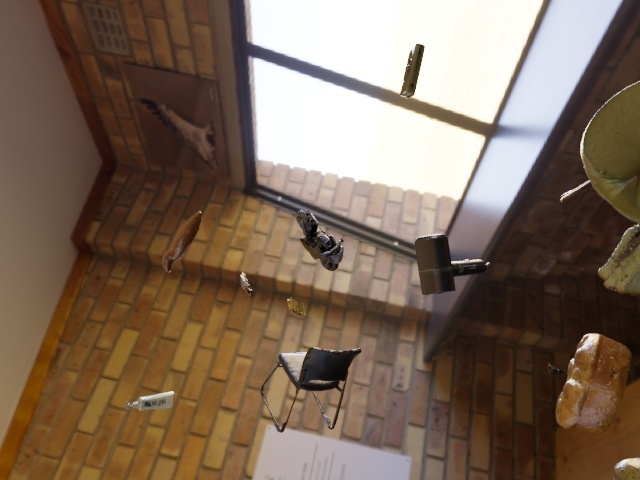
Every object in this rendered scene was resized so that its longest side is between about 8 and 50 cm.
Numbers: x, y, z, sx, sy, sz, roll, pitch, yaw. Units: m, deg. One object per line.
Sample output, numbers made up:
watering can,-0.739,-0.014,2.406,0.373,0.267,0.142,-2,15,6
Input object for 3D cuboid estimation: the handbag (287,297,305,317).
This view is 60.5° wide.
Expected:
handbag,-0.098,0.267,2.184,0.083,0.027,0.061,34,-147,-45

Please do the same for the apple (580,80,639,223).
apple,0.892,-0.231,1.419,0.320,0.360,0.312,49,180,-35

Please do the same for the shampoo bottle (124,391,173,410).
shampoo bottle,-0.499,0.474,1.597,0.034,0.141,0.049,45,125,46

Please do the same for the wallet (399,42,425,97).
wallet,0.297,-0.541,1.763,0.110,0.039,0.155,-127,49,-81

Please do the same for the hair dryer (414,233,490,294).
hair dryer,0.298,0.050,1.194,0.071,0.219,0.124,-15,78,53

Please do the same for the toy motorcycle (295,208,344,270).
toy motorcycle,0.000,0.000,2.082,0.106,0.270,0.159,-36,11,-24

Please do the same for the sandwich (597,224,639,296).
sandwich,1.070,0.031,1.734,0.325,0.262,0.131,-66,31,27

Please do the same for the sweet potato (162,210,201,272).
sweet potato,-0.399,0.002,1.575,0.202,0.055,0.058,-54,-22,11

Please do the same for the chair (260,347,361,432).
chair,-0.020,0.287,1.193,0.145,0.140,0.221,51,128,51

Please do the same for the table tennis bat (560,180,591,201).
table tennis bat,0.957,-0.184,2.070,0.130,0.019,0.220,-34,-7,4

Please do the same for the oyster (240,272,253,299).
oyster,-0.314,0.186,2.313,0.086,0.029,0.132,114,138,-66

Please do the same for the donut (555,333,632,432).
donut,0.808,0.428,1.633,0.317,0.150,0.299,11,-85,-65

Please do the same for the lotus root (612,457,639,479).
lotus root,0.894,0.692,1.516,0.214,0.138,0.139,-57,-22,-66

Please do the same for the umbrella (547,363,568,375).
umbrella,0.663,0.365,1.539,0.020,0.083,0.031,-68,24,18
